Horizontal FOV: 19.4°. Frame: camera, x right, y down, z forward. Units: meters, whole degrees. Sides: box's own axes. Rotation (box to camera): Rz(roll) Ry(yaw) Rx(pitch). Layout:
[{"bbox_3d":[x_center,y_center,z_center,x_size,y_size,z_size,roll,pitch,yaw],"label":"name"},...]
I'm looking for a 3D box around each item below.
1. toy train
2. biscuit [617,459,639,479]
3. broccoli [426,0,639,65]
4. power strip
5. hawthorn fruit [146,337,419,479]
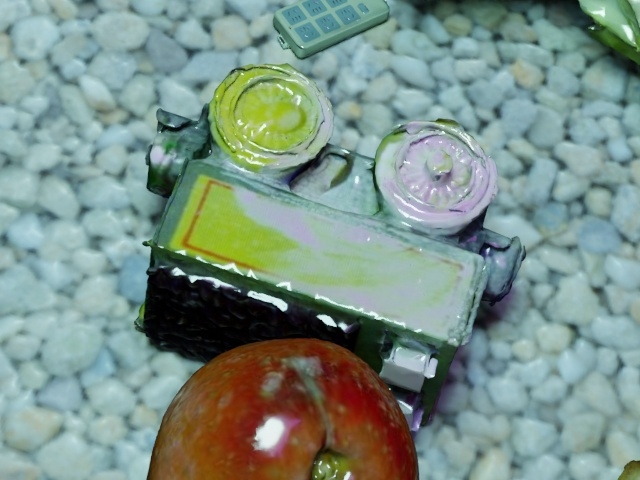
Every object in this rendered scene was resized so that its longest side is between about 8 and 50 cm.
[{"bbox_3d":[0.000,0.000,1.214,0.260,0.134,0.177,19,58,3],"label":"toy train"},{"bbox_3d":[0.244,0.240,1.177,0.203,0.016,0.144,37,60,15],"label":"biscuit"},{"bbox_3d":[0.245,-0.214,1.362,0.361,0.221,0.252,30,65,-3],"label":"broccoli"},{"bbox_3d":[0.008,-0.166,1.386,0.090,0.016,0.040,-26,66,-22],"label":"power strip"},{"bbox_3d":[-0.021,0.136,1.107,0.172,0.173,0.173,4,58,-7],"label":"hawthorn fruit"}]
